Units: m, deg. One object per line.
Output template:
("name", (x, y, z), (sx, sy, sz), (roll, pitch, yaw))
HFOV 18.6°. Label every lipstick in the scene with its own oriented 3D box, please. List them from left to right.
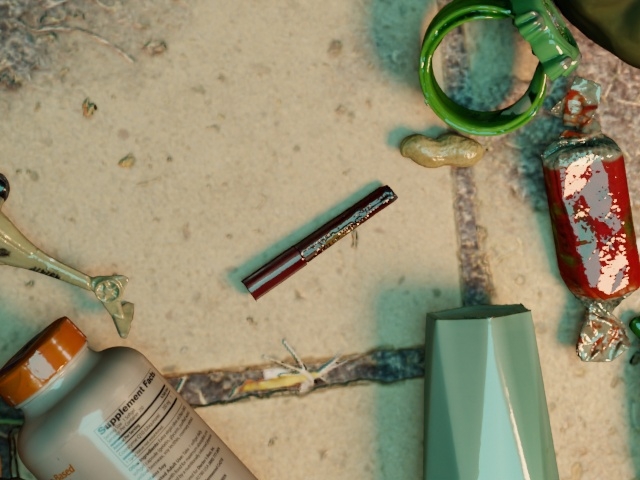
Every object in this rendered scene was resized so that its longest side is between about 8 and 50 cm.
("lipstick", (0.000, -0.001, 1.953), (0.176, 0.027, 0.027), (-36, 99, -3))

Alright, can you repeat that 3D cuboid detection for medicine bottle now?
("medicine bottle", (-0.185, 0.209, 1.887), (0.157, 0.157, 0.288), (-42, 99, -1))

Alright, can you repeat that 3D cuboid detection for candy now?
("candy", (0.272, -0.019, 1.966), (0.086, 0.059, 0.292), (-11, 98, -5))

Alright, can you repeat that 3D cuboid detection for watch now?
("watch", (0.161, -0.194, 1.916), (0.152, 0.131, 0.165), (-34, 104, 16))

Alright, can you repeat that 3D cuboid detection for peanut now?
("peanut", (0.121, -0.089, 1.951), (0.083, 0.037, 0.037), (1, 96, -9))

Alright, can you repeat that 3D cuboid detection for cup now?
("cup", (0.161, 0.184, 1.941), (0.134, 0.148, 0.235), (-4, 97, 21))

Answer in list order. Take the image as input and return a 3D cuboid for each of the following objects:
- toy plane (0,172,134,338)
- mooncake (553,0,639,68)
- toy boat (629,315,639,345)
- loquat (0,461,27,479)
("toy plane", (-0.306, 0.006, 1.890), (0.286, 0.092, 0.108), (22, 115, -8))
("mooncake", (0.377, -0.323, 1.878), (0.356, 0.194, 0.356), (-1, 96, -8))
("toy boat", (0.363, 0.188, 1.999), (0.088, 0.089, 0.229), (1, 99, 32))
("loquat", (-0.421, 0.220, 1.777), (0.359, 0.328, 0.328), (6, 96, 9))
